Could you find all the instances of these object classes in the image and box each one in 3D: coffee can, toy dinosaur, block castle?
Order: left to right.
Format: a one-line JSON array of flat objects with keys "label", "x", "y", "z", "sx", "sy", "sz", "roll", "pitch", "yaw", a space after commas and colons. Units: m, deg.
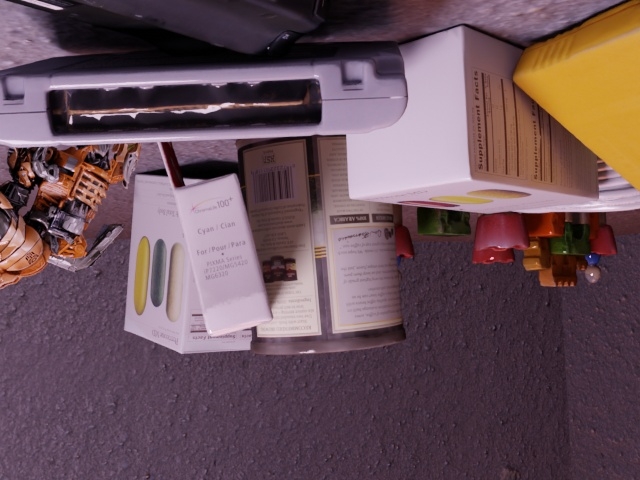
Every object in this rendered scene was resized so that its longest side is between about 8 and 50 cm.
[{"label": "toy dinosaur", "x": -0.338, "y": -0.031, "z": 0.901, "sx": 0.322, "sy": 0.218, "sz": 0.164, "roll": -50, "pitch": -171, "yaw": -35}, {"label": "coffee can", "x": 0.000, "y": 0.000, "z": 1.117, "sx": 0.202, "sy": 0.275, "sz": 0.201, "roll": -4, "pitch": 178, "yaw": 0}, {"label": "block castle", "x": 0.317, "y": -0.018, "z": 1.531, "sx": 0.303, "sy": 0.212, "sz": 0.453, "roll": -6, "pitch": 174, "yaw": 39}]

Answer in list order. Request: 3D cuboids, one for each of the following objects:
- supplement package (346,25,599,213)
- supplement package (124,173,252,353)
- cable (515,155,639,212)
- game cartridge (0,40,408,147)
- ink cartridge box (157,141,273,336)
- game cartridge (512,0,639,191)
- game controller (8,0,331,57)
[{"label": "supplement package", "x": 0.151, "y": -0.104, "z": 0.834, "sx": 0.139, "sy": 0.133, "sz": 0.244, "roll": -7, "pitch": 174, "yaw": 42}, {"label": "supplement package", "x": -0.180, "y": 0.032, "z": 1.399, "sx": 0.198, "sy": 0.262, "sz": 0.199, "roll": 2, "pitch": -175, "yaw": -39}, {"label": "cable", "x": 0.334, "y": -0.098, "z": 1.007, "sx": 0.257, "sy": 0.089, "sz": 0.257, "roll": -16, "pitch": -167, "yaw": -28}, {"label": "game cartridge", "x": -0.085, "y": -0.117, "z": 0.659, "sx": 0.298, "sy": 0.062, "sz": 0.198, "roll": -2, "pitch": -167, "yaw": 5}, {"label": "ink cartridge box", "x": -0.115, "y": -0.035, "z": 0.901, "sx": 0.066, "sy": 0.261, "sz": 0.296, "roll": -15, "pitch": 177, "yaw": -6}, {"label": "game cartridge", "x": 0.357, "y": -0.101, "z": 0.671, "sx": 0.285, "sy": 0.052, "sz": 0.324, "roll": 35, "pitch": 161, "yaw": -22}, {"label": "game controller", "x": -0.139, "y": -0.164, "z": 0.498, "sx": 0.167, "sy": 0.067, "sz": 0.319, "roll": 12, "pitch": -175, "yaw": 37}]
